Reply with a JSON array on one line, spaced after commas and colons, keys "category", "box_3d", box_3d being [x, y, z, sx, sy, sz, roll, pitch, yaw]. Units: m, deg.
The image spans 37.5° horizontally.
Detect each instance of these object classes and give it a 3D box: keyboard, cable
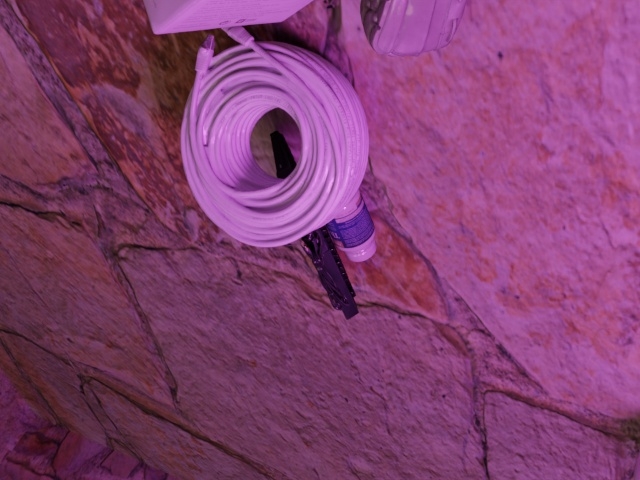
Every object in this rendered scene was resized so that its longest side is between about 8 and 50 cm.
[{"category": "keyboard", "box_3d": [0.000, 0.000, 1.384, 0.033, 0.202, 0.317, -20, 132, 7]}, {"category": "cable", "box_3d": [-0.064, -0.125, 1.211, 0.257, 0.089, 0.257, 31, 110, 18]}]

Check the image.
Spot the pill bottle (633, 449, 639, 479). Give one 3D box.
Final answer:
[{"category": "pill bottle", "box_3d": [0.626, 0.395, 1.370, 0.323, 0.181, 0.181, 39, 147, -12]}]

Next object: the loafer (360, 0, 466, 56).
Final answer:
[{"category": "loafer", "box_3d": [0.129, -0.313, 0.918, 0.111, 0.112, 0.319, -2, 146, -18]}]

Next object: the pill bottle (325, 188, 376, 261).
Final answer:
[{"category": "pill bottle", "box_3d": [0.043, -0.026, 1.396, 0.067, 0.067, 0.120, 8, 141, 33]}]

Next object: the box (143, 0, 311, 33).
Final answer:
[{"category": "box", "box_3d": [-0.034, -0.353, 0.843, 0.345, 0.168, 0.215, -18, 89, 51]}]
